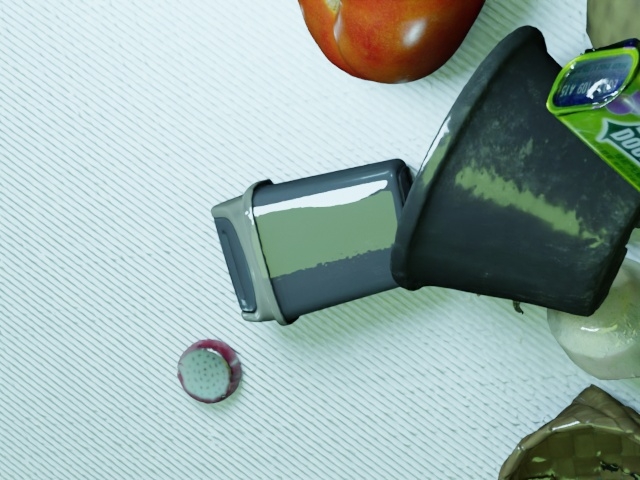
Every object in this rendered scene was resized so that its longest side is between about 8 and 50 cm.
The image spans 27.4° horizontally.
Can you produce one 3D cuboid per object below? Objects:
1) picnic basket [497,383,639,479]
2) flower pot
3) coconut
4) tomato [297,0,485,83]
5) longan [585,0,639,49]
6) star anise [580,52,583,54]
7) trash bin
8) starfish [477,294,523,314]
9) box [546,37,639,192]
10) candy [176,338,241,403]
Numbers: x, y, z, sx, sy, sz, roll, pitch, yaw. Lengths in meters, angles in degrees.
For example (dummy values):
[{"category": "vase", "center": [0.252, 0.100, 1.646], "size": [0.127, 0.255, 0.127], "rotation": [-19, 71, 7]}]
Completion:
[{"category": "picnic basket", "center": [0.394, 0.401, 1.795], "size": [0.337, 0.337, 0.293], "rotation": [38, 110, 5]}, {"category": "flower pot", "center": [0.280, -0.055, 1.670], "size": [0.251, 0.379, 0.379], "rotation": [31, 110, 18]}, {"category": "coconut", "center": [0.402, 0.112, 1.811], "size": [0.171, 0.183, 0.170], "rotation": [-14, 57, 22]}, {"category": "tomato", "center": [0.102, -0.354, 1.750], "size": [0.226, 0.298, 0.298], "rotation": [-18, 99, -21]}, {"category": "longan", "center": [0.523, -0.286, 1.582], "size": [0.391, 0.391, 0.391], "rotation": [4, 104, 16]}, {"category": "star anise", "center": [0.394, -0.208, 1.784], "size": [0.124, 0.056, 0.129], "rotation": [50, 127, 6]}, {"category": "trash bin", "center": [0.000, 0.000, 1.895], "size": [0.290, 0.182, 0.209], "rotation": [-14, 97, 14]}, {"category": "starfish", "center": [0.284, 0.038, 1.887], "size": [0.130, 0.041, 0.133], "rotation": [-5, 108, 26]}, {"category": "box", "center": [0.417, -0.086, 1.501], "size": [0.345, 0.097, 0.134], "rotation": [38, 152, -26]}, {"category": "candy", "center": [-0.175, 0.205, 2.063], "size": [0.103, 0.043, 0.103], "rotation": [4, 104, 16]}]
